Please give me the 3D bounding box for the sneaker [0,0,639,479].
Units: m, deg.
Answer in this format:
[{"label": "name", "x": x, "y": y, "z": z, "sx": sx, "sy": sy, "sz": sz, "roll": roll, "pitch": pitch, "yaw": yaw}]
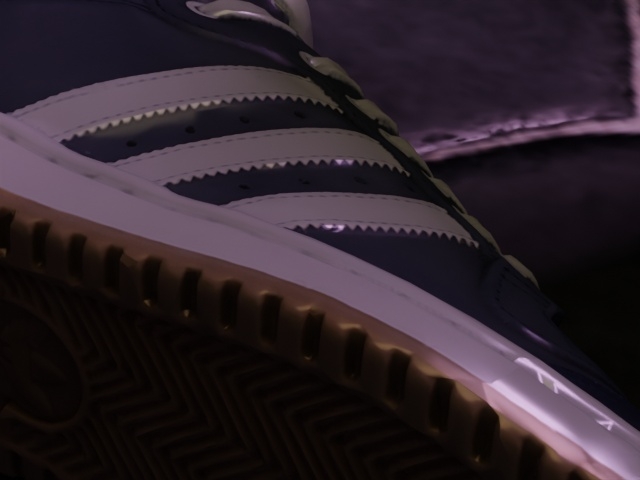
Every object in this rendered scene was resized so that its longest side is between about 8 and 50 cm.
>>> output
[{"label": "sneaker", "x": 0.000, "y": 0.000, "z": 0.416, "sx": 0.282, "sy": 0.099, "sz": 0.153, "roll": 26, "pitch": 41, "yaw": 21}]
